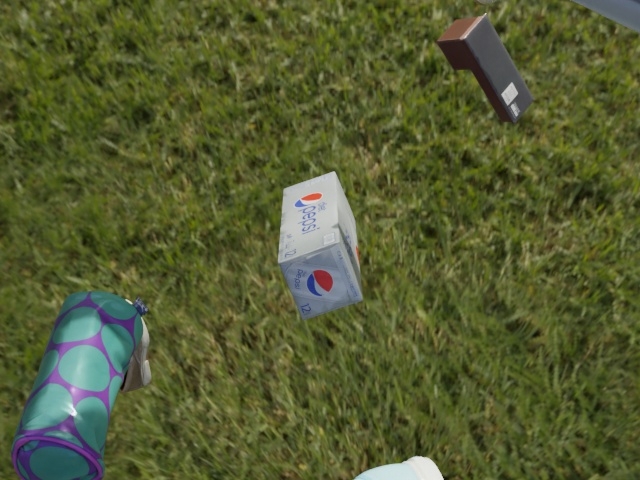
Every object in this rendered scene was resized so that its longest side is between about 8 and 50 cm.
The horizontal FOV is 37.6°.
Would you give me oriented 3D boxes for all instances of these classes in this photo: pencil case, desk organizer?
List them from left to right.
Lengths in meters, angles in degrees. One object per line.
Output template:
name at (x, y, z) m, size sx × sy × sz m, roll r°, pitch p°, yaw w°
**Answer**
pencil case at (-0.166, 0.103, 0.661) m, size 0.064 × 0.070 × 0.152 m, roll -31°, pitch 30°, yaw 25°
desk organizer at (0.197, -0.202, 1.120) m, size 0.047 × 0.130 × 0.050 m, roll -49°, pitch 30°, yaw -20°

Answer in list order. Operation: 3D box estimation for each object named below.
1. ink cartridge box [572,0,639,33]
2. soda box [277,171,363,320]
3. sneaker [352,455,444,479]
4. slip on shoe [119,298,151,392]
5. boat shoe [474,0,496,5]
ink cartridge box at (0.154, -0.154, 0.450) m, size 0.189 × 0.066 × 0.232 m, roll 30°, pitch 36°, yaw 16°
soda box at (0.000, 0.000, 1.369) m, size 0.091 × 0.286 × 0.098 m, roll -20°, pitch 112°, yaw 8°
sneaker at (0.117, 0.452, 1.158) m, size 0.150 × 0.135 × 0.366 m, roll -6°, pitch 50°, yaw -16°
slip on shoe at (-0.258, 0.144, 1.253) m, size 0.041 × 0.135 × 0.051 m, roll -25°, pitch 41°, yaw -35°
boat shoe at (0.204, -0.377, 1.148) m, size 0.063 × 0.059 × 0.170 m, roll -25°, pitch 105°, yaw -30°
